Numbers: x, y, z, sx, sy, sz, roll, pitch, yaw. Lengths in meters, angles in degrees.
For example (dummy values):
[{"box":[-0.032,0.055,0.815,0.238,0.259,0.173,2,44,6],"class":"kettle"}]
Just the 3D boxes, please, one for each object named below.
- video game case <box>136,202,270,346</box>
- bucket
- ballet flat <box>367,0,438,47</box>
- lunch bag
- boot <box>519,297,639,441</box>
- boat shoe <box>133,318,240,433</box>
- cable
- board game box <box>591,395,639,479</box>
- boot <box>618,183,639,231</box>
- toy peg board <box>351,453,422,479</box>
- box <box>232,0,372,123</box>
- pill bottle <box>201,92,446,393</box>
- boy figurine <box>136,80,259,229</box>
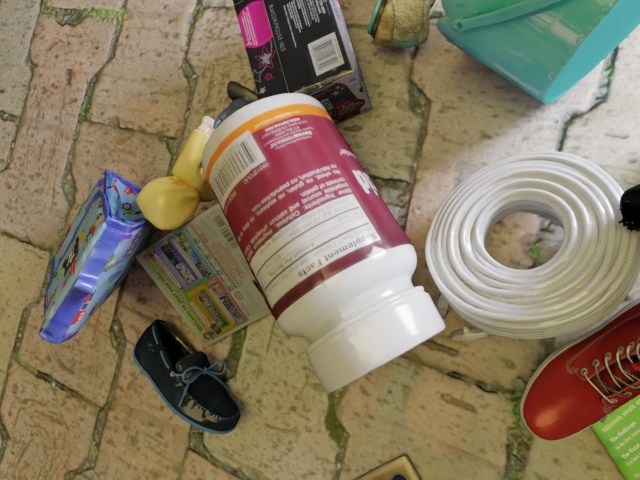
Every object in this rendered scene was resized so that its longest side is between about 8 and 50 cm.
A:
[{"box":[-0.189,0.066,0.743,0.193,0.023,0.212,-30,103,14],"class":"video game case"},{"box":[0.314,-0.330,0.536,0.281,0.281,0.183,-44,74,10],"class":"bucket"},{"box":[0.169,-0.486,0.695,0.123,0.123,0.348,12,87,21],"class":"ballet flat"},{"box":[-0.381,0.028,0.728,0.221,0.138,0.293,-56,27,6],"class":"lunch bag"},{"box":[0.333,0.150,0.473,0.244,0.176,0.088,-46,70,10],"class":"boot"},{"box":[-0.242,0.235,0.745,0.258,0.109,0.089,30,99,19],"class":"boat shoe"},{"box":[0.269,0.002,0.561,0.257,0.089,0.257,-10,61,33],"class":"cable"},{"box":[0.427,0.248,0.533,0.124,0.039,0.259,-33,75,13],"class":"board game box"},{"box":[0.446,-0.025,0.373,0.207,0.094,0.246,-29,34,-8],"class":"boot"},{"box":[0.096,0.433,0.609,0.161,0.079,0.160,-35,73,13],"class":"toy peg board"},{"box":[-0.028,-0.329,0.723,0.163,0.142,0.247,-19,78,16],"class":"box"},{"box":[0.000,0.000,0.624,0.224,0.224,0.392,-33,73,13],"class":"pill bottle"},{"box":[-0.202,-0.136,0.740,0.092,0.177,0.285,33,75,7],"class":"boy figurine"}]
